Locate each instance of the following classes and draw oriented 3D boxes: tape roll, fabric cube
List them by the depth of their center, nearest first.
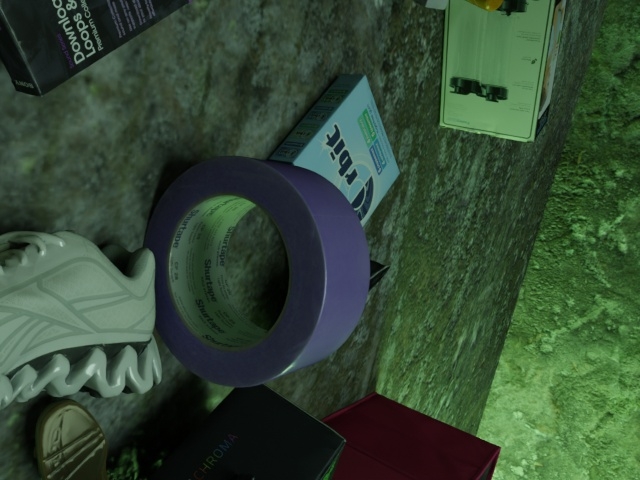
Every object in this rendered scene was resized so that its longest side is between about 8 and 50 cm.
[{"bbox_3d":[-0.058,0.025,0.520,0.080,0.189,0.189,0,107,-60],"label":"tape roll"},{"bbox_3d":[0.125,0.448,1.034,0.259,0.258,0.254,-1,108,-61],"label":"fabric cube"}]

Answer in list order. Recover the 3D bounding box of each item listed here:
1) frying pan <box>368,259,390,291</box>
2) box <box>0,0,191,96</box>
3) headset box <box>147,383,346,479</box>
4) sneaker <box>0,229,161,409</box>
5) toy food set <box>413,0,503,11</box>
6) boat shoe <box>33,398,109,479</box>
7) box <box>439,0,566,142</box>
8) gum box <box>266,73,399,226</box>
[{"bbox_3d":[-0.008,0.090,0.695,0.197,0.053,0.326,-45,169,10],"label":"frying pan"},{"bbox_3d":[-0.139,-0.177,0.362,0.162,0.029,0.116,-50,146,-33],"label":"box"},{"bbox_3d":[-0.107,0.312,0.610,0.246,0.131,0.283,-43,154,-43],"label":"headset box"},{"bbox_3d":[-0.205,0.046,0.377,0.292,0.110,0.118,12,89,-70],"label":"sneaker"},{"bbox_3d":[0.148,-0.373,0.783,0.232,0.104,0.111,-12,132,-39],"label":"toy food set"},{"bbox_3d":[-0.211,0.193,0.515,0.056,0.048,0.153,-38,132,-37],"label":"boat shoe"},{"bbox_3d":[0.287,-0.314,0.960,0.087,0.169,0.290,-47,143,-42],"label":"box"},{"bbox_3d":[0.017,-0.080,0.722,0.184,0.041,0.157,-55,138,-28],"label":"gum box"}]
